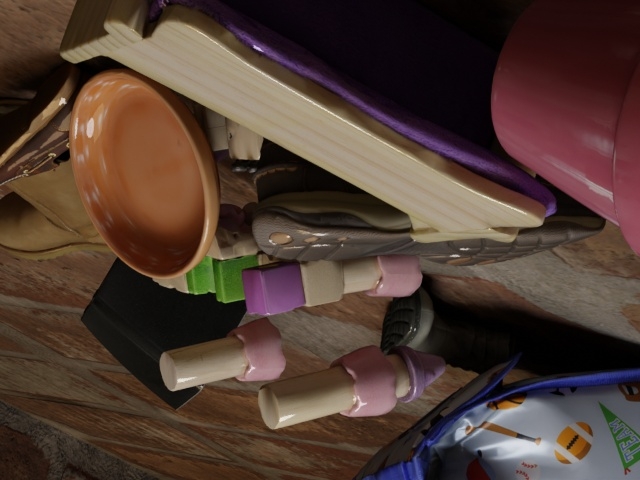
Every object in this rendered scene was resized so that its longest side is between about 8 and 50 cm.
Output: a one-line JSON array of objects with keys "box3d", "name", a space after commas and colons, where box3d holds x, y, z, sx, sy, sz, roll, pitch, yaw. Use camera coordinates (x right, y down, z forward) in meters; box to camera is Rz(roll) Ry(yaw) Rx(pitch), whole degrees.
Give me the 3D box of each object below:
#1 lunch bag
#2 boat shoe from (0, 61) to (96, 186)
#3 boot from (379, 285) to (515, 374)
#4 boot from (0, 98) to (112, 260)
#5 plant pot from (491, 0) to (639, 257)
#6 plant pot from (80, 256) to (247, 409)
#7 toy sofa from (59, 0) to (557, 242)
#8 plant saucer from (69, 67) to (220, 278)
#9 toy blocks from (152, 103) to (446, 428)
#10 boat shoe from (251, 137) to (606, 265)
[{"box3d": [0.251, 0.268, 2.012, 0.385, 0.239, 0.328, -4, 166, -13], "name": "lunch bag"}, {"box3d": [-0.276, -0.098, 1.650, 0.073, 0.073, 0.207, 32, 138, -29], "name": "boat shoe"}, {"box3d": [0.160, 0.110, 2.003, 0.161, 0.083, 0.246, 7, 166, -1], "name": "boot"}, {"box3d": [-0.332, -0.071, 1.870, 0.236, 0.089, 0.269, -3, 156, 23], "name": "boot"}, {"box3d": [0.223, -0.089, 1.118, 0.180, 0.201, 0.201, 23, 171, 41], "name": "plant pot"}, {"box3d": [-0.185, 0.074, 2.041, 0.167, 0.188, 0.187, 32, 162, -6], "name": "plant pot"}, {"box3d": [0.015, -0.135, 1.205, 0.362, 0.150, 0.177, 26, 163, -27], "name": "toy sofa"}, {"box3d": [-0.157, -0.064, 1.536, 0.037, 0.200, 0.200, -23, -166, -40], "name": "plant saucer"}, {"box3d": [0.000, 0.000, 1.628, 0.260, 0.309, 0.288, -11, -170, -28], "name": "toy blocks"}, {"box3d": [0.103, -0.053, 1.428, 0.355, 0.130, 0.132, 2, 168, -36], "name": "boat shoe"}]
